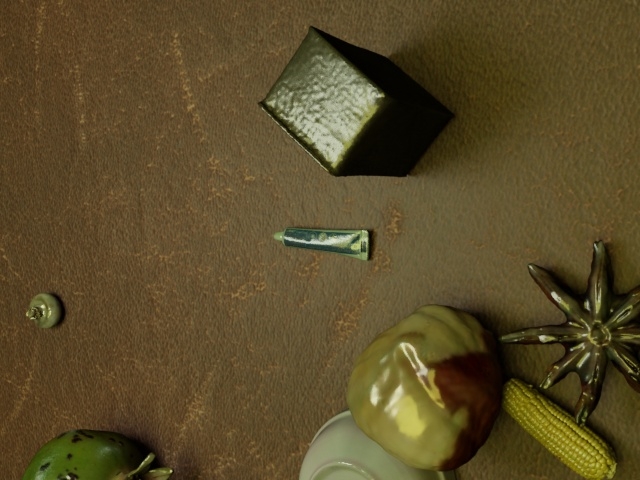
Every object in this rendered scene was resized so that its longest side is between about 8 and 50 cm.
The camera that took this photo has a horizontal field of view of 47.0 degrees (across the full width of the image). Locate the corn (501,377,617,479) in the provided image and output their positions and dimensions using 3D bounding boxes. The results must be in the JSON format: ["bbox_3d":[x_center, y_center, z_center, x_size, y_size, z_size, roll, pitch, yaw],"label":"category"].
[{"bbox_3d":[0.361,0.288,1.129,0.206,0.067,0.067,40,111,25],"label":"corn"}]

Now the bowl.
[{"bbox_3d":[0.077,0.435,1.259,0.287,0.143,0.287,1,92,30],"label":"bowl"}]

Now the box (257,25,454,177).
[{"bbox_3d":[0.062,-0.208,1.158,0.184,0.273,0.143,45,113,20],"label":"box"}]

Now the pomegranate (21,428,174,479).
[{"bbox_3d":[-0.464,0.527,1.487,0.323,0.290,0.291,-15,84,52],"label":"pomegranate"}]

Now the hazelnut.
[{"bbox_3d":[0.168,0.239,1.164,0.261,0.241,0.261,-22,51,29],"label":"hazelnut"}]

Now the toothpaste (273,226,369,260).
[{"bbox_3d":[0.000,0.000,1.344,0.197,0.035,0.057,6,104,27],"label":"toothpaste"}]

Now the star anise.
[{"bbox_3d":[0.406,0.139,1.080,0.288,0.088,0.288,-5,78,21],"label":"star anise"}]

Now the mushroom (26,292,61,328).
[{"bbox_3d":[-0.649,0.165,1.706,0.085,0.079,0.085,4,97,32],"label":"mushroom"}]
